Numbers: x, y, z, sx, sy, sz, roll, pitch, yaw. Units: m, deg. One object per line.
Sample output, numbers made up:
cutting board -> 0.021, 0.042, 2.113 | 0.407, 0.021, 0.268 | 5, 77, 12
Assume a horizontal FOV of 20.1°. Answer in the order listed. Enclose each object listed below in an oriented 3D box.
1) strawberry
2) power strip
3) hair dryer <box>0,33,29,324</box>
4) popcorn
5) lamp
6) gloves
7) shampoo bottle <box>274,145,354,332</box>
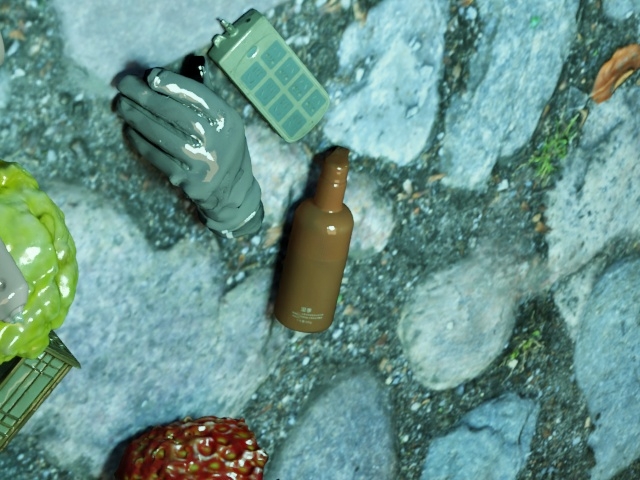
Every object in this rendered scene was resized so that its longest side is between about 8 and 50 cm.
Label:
strawberry -> -0.177, 0.331, 2.354 | 0.178, 0.234, 0.234 | 12, 115, -23
power strip -> -0.060, -0.196, 2.150 | 0.080, 0.029, 0.227 | -45, 139, -2
hair dryer -> -0.368, -0.078, 1.776 | 0.210, 0.352, 0.125 | -31, 179, -21
popcorn -> -0.376, 0.021, 1.907 | 0.259, 0.259, 0.212 | -8, 163, -36
lamp -> -0.427, 0.231, 2.132 | 0.325, 0.090, 0.089 | -50, 139, 2
gloves -> -0.138, -0.110, 2.110 | 0.285, 0.119, 0.142 | 50, 53, -46
shampoo bottle -> 0.000, 0.001, 2.323 | 0.085, 0.085, 0.244 | -9, 125, -36
